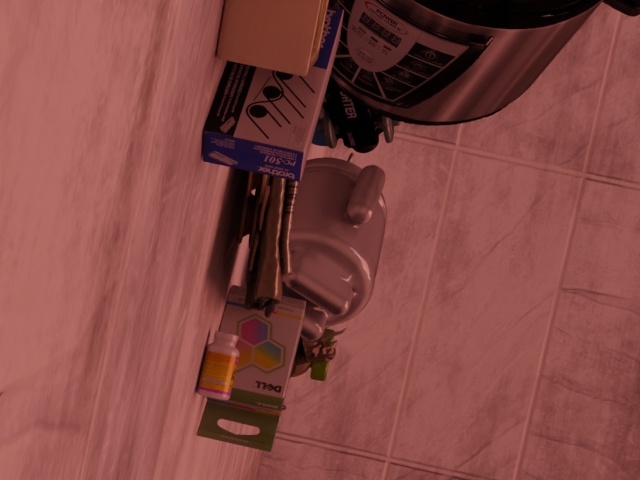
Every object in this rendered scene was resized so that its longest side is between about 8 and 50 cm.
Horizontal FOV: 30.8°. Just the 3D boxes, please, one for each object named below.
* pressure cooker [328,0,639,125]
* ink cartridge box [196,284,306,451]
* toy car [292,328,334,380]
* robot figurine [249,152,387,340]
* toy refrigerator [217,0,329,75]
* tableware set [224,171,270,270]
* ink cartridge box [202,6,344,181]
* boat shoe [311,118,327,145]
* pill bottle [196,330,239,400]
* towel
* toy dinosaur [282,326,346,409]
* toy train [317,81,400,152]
[{"bbox_3d":[0.163,-0.370,1.335,0.420,0.370,0.375,125,-47,-66],"label":"pressure cooker"},{"bbox_3d":[-0.094,0.173,1.596,0.062,0.109,0.209,98,5,-59],"label":"ink cartridge box"},{"bbox_3d":[-0.047,0.143,2.140,0.149,0.155,0.188,100,1,-50],"label":"toy car"},{"bbox_3d":[0.000,0.000,1.897,0.300,0.200,0.353,-41,-159,35],"label":"robot figurine"},{"bbox_3d":[-0.019,-0.293,1.045,0.102,0.094,0.269,-71,173,-72],"label":"toy refrigerator"},{"bbox_3d":[-0.087,-0.060,1.406,0.194,0.039,0.128,107,-11,-57],"label":"tableware set"},{"bbox_3d":[-0.044,-0.155,1.143,0.046,0.097,0.207,100,4,-51],"label":"ink cartridge box"},{"bbox_3d":[0.020,-0.283,2.141,0.258,0.109,0.089,103,-3,-50],"label":"boat shoe"},{"bbox_3d":[-0.128,0.159,1.480,0.043,0.043,0.083,84,18,-84],"label":"pill bottle"},{"bbox_3d":[-0.046,-0.065,1.481,0.312,0.056,0.324,140,-42,-81],"label":"towel"},{"bbox_3d":[-0.090,0.199,1.875,0.313,0.121,0.160,-3,116,-65],"label":"toy dinosaur"},{"bbox_3d":[0.044,-0.286,1.896,0.334,0.142,0.190,66,21,-57],"label":"toy train"}]
